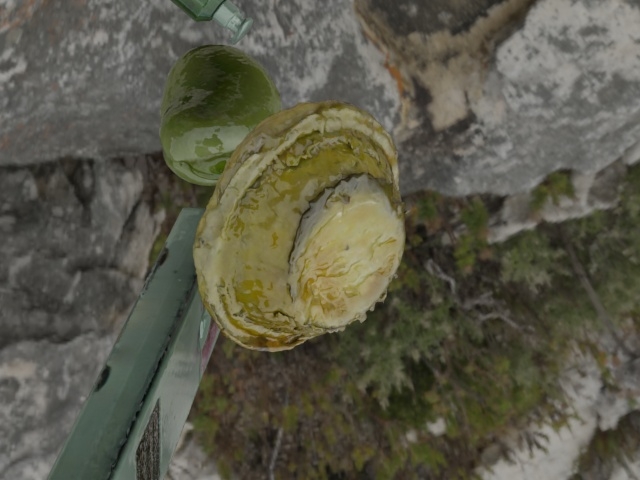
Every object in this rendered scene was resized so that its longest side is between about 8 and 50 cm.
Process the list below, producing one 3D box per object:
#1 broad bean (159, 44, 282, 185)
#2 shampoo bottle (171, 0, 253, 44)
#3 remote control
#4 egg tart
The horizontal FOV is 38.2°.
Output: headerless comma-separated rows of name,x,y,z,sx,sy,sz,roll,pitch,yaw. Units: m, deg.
broad bean,-0.102,-0.129,0.931,0.124,0.175,0.082,9,146,0
shampoo bottle,-0.163,-0.305,1.058,0.204,0.065,0.065,40,114,-5
remote control,-0.135,0.120,0.724,0.050,0.344,0.145,10,127,4
egg tart,0.000,0.000,0.650,0.191,0.074,0.191,-24,129,-33
